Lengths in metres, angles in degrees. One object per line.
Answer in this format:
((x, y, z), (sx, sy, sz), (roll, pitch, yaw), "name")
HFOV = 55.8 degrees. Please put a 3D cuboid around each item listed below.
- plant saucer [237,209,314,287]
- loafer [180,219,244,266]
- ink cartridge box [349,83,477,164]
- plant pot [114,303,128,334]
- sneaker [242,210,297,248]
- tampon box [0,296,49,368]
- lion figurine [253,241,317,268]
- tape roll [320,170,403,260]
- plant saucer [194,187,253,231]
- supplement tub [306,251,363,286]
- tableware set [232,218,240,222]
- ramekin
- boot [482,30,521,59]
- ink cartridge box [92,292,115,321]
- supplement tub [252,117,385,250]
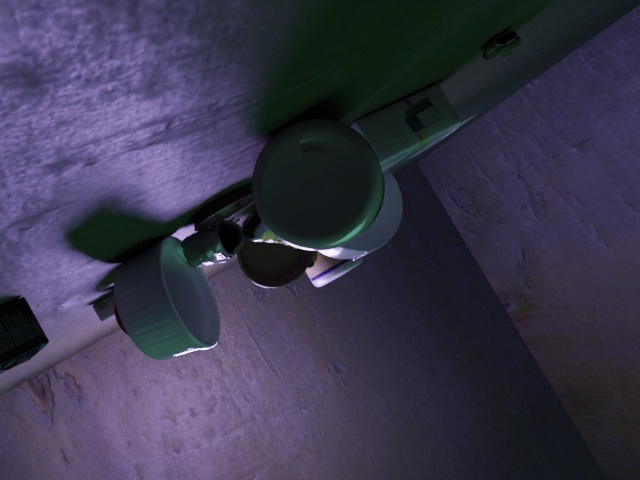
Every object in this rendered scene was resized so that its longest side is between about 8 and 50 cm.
((-0.141, 0.012, 1.905), (0.278, 0.278, 0.041), (-30, -153, -21), "plant saucer")
((-0.246, 0.002, 1.550), (0.111, 0.112, 0.319), (-19, -173, 12), "loafer")
((0.199, -0.267, 1.514), (0.353, 0.119, 0.207), (-29, 177, -29), "ink cartridge box")
((-0.471, 0.175, 1.700), (0.191, 0.191, 0.174), (-30, 176, -32), "plant pot")
((-0.099, -0.053, 1.664), (0.145, 0.147, 0.384), (-52, 178, 13), "sneaker")
((-0.613, 0.195, 1.109), (0.120, 0.101, 0.161), (-32, 177, 40), "tampon box")
((-0.141, -0.003, 2.069), (0.240, 0.392, 0.142), (22, -99, 56), "lion figurine")
((0.073, -0.095, 1.604), (0.286, 0.286, 0.100), (-30, 178, -28), "tape roll")
((-0.220, -0.074, 1.383), (0.168, 0.029, 0.168), (-30, 178, -1), "plant saucer")
((0.000, 0.000, 2.523), (0.241, 0.331, 0.241), (-30, 179, 0), "supplement tub")
((-0.326, 0.006, 1.795), (0.194, 0.039, 0.128), (-31, 179, 20), "tableware set")
((-0.356, 0.141, 1.406), (0.135, 0.277, 0.277), (-23, 180, 7), "ramekin")
((0.423, -0.450, 1.373), (0.118, 0.042, 0.087), (-31, 177, -10), "boot")
((-0.597, 0.184, 1.954), (0.165, 0.065, 0.333), (-31, 177, -3), "ink cartridge box")
((0.009, -0.101, 1.164), (0.228, 0.228, 0.316), (-31, 179, 8), "supplement tub")
